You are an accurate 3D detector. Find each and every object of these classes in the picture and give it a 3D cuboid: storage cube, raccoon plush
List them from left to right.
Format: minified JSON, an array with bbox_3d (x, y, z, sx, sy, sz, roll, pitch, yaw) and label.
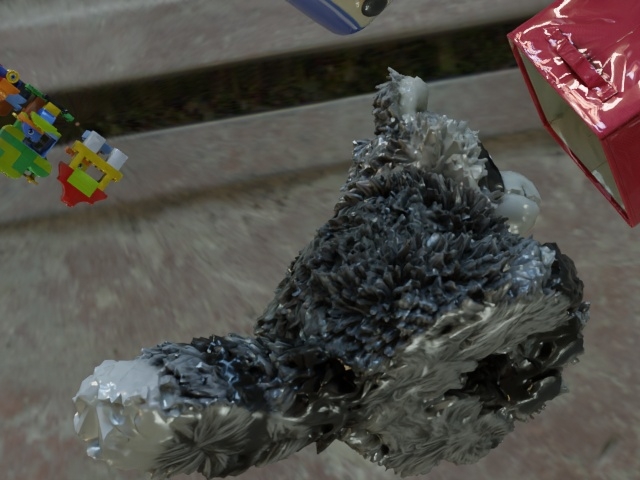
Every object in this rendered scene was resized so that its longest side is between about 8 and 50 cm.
[{"bbox_3d":[0.000,0.000,1.192,0.446,0.299,0.216,5,129,-37],"label":"raccoon plush"},{"bbox_3d":[0.343,-0.168,1.663,0.193,0.215,0.183,-35,54,1],"label":"storage cube"}]

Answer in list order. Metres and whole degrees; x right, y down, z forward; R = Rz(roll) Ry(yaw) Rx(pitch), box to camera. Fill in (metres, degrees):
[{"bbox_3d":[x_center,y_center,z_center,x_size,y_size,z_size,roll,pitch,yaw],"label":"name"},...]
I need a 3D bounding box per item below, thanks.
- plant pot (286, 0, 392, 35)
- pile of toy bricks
[{"bbox_3d":[-0.006,-0.282,0.982,0.236,0.212,0.236,-45,139,13],"label":"plant pot"},{"bbox_3d":[-0.326,-0.112,1.700,0.212,0.118,0.105,38,85,-19],"label":"pile of toy bricks"}]
